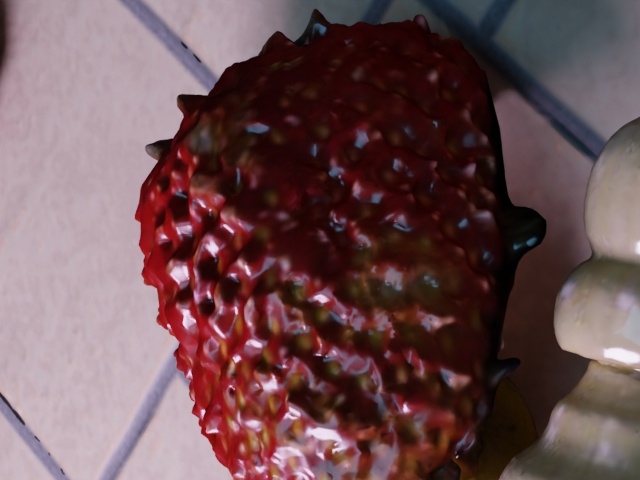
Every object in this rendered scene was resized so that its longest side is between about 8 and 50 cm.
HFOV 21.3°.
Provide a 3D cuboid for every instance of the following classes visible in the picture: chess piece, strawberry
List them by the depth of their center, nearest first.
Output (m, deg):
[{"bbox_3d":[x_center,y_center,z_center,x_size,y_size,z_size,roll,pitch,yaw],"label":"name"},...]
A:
[{"bbox_3d":[0.172,0.066,0.847,0.142,0.142,0.261,13,91,37],"label":"chess piece"},{"bbox_3d":[0.000,0.000,0.892,0.233,0.138,0.306,-36,38,13],"label":"strawberry"}]

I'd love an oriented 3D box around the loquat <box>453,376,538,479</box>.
[{"bbox_3d":[0.053,0.127,0.953,0.137,0.163,0.163,35,125,-7],"label":"loquat"}]
